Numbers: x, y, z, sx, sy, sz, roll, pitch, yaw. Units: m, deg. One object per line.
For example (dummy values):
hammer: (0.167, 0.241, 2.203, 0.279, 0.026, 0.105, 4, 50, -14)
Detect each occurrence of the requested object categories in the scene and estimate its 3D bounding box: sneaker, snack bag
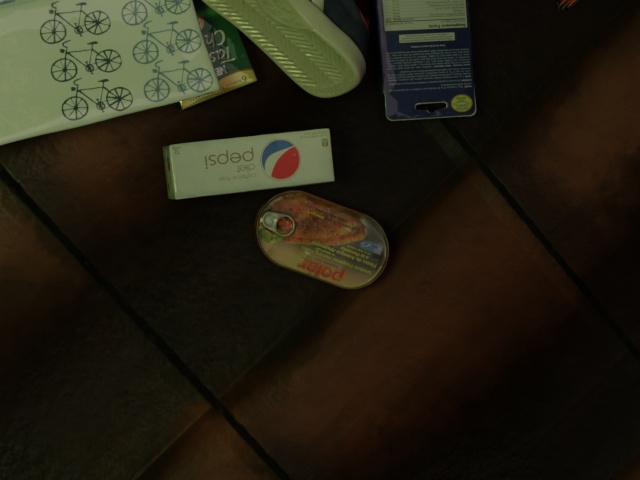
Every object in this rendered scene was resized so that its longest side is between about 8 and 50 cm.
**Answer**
sneaker: (-0.062, -0.345, 1.611, 0.350, 0.131, 0.148, 47, 43, -29)
snack bag: (-0.322, -0.307, 1.567, 0.323, 0.037, 0.342, -15, 85, -11)

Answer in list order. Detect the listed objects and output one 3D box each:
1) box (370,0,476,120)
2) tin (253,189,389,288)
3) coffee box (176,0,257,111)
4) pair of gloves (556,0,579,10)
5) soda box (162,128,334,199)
box: (0.140, -0.279, 1.730, 0.136, 0.036, 0.225, -5, 92, -15)
tin: (0.000, 0.000, 1.703, 0.190, 0.040, 0.106, 21, 82, -15)
coffee box: (-0.166, -0.273, 1.644, 0.113, 0.040, 0.184, -22, 97, -13)
pair of gloves: (0.345, -0.374, 1.797, 0.083, 0.010, 0.074, 44, 82, -10)
soda box: (-0.094, -0.101, 1.657, 0.216, 0.069, 0.073, -7, 94, -14)
